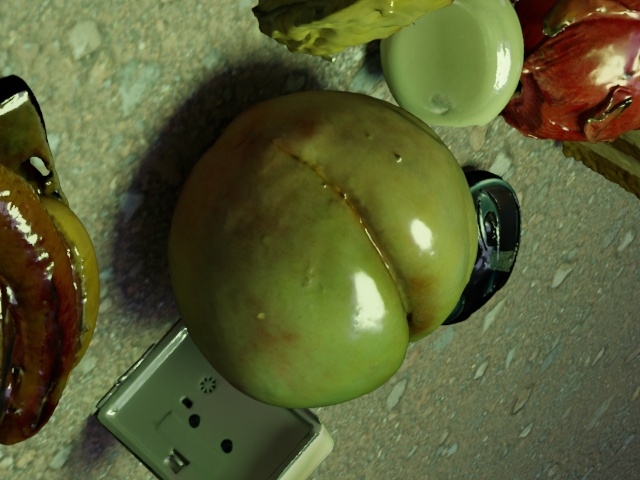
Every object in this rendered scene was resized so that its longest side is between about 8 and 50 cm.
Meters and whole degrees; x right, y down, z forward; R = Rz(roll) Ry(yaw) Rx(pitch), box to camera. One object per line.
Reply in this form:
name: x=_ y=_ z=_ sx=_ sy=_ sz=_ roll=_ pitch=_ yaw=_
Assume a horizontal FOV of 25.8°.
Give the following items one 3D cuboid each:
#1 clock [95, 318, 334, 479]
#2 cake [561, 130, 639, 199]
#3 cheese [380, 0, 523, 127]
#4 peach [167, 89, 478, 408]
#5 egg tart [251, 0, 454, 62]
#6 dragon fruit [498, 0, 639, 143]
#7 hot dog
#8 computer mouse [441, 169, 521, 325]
clock: x=-0.100 y=0.180 z=1.347 sx=0.147 sy=0.192 sz=0.071 roll=-48 pitch=153 yaw=-9
cake: x=0.413 y=-0.194 z=1.688 sx=0.199 sy=0.196 sz=0.293 roll=-48 pitch=155 yaw=-12
cheese: x=0.123 y=-0.219 z=1.314 sx=0.064 sy=0.137 sz=0.227 roll=-61 pitch=152 yaw=-63
peach: x=-0.001 y=0.001 z=1.247 sx=0.292 sy=0.247 sz=0.292 roll=-10 pitch=112 yaw=-25
egg tart: x=0.093 y=-0.314 z=0.959 sx=0.443 sy=0.443 sz=0.178 roll=-47 pitch=110 yaw=-12
dragon fruit: x=0.282 y=-0.212 z=1.446 sx=0.252 sy=0.241 sz=0.241 roll=-19 pitch=148 yaw=0
hot dog: x=-0.247 y=0.054 z=1.064 sx=0.194 sy=0.107 sz=0.326 roll=-37 pitch=148 yaw=-27
computer mouse: x=0.175 y=0.023 z=1.695 sx=0.137 sy=0.096 sz=0.233 roll=-34 pitch=149 yaw=-31
